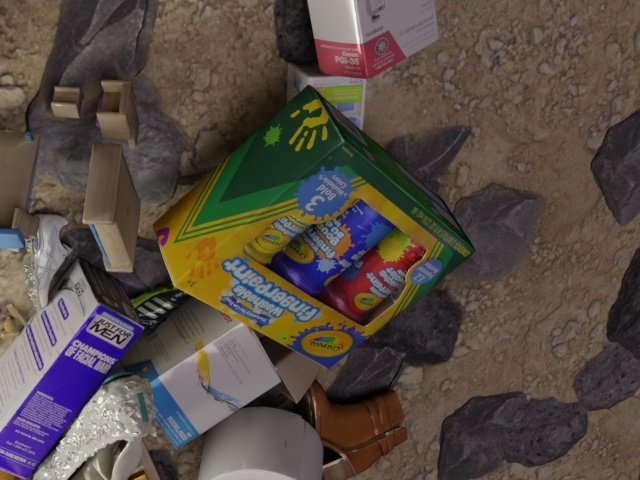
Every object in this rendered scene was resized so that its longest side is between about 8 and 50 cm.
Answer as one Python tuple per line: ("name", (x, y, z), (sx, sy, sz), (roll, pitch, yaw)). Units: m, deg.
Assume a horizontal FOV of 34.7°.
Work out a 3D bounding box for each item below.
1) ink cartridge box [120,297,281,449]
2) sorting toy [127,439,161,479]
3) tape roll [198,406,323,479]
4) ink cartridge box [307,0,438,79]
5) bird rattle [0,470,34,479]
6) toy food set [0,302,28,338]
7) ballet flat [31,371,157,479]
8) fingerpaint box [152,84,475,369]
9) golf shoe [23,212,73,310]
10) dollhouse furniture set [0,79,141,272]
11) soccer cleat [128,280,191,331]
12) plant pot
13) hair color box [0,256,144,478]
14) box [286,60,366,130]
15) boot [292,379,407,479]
("ink cartridge box", (-0.226, 0.226, 1.892), (0.233, 0.171, 0.168), (-32, 123, -7))
("sorting toy", (-0.418, 0.475, 2.003), (0.193, 0.038, 0.208), (-24, 122, -13))
("tape roll", (-0.118, 0.471, 2.011), (0.246, 0.169, 0.246), (2, 126, 2))
("ink cartridge box", (0.080, -0.440, 1.708), (0.207, 0.117, 0.283), (-34, 127, -35))
("bird rattle", (-0.599, 0.460, 1.838), (0.207, 0.143, 0.253), (-47, 129, -19))
("toy food set", (-0.577, 0.153, 1.785), (0.122, 0.019, 0.078), (-29, 123, -1))
("ballet flat", (-0.394, 0.384, 1.776), (0.147, 0.147, 0.409), (10, 137, -29))
("fingerpaint box", (0.000, 0.000, 1.797), (0.371, 0.163, 0.445), (-39, 138, 14))
("golf shoe", (-0.464, 0.037, 1.754), (0.086, 0.069, 0.176), (-8, 118, -28))
("dollhouse furniture set", (-0.460, -0.096, 1.672), (0.303, 0.286, 0.198), (2, 155, -1))
("soccer cleat", (-0.295, 0.121, 1.872), (0.179, 0.060, 0.072), (-19, 102, -8))
("plant pot", (-0.061, 0.237, 2.021), (0.096, 0.109, 0.109), (-39, 125, -18))
("hair color box", (-0.462, 0.217, 1.769), (0.110, 0.185, 0.339), (33, 98, -33))
("box", (0.006, -0.210, 1.831), (0.114, 0.103, 0.203), (-6, 116, -22))
("boot", (0.071, 0.368, 2.144), (0.220, 0.109, 0.283), (-25, 116, -18))
